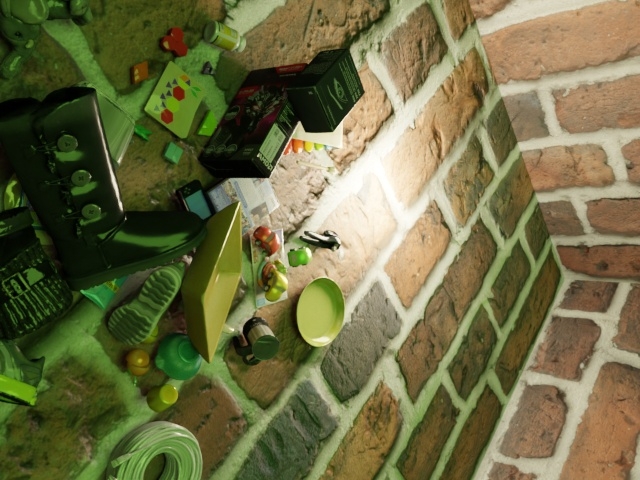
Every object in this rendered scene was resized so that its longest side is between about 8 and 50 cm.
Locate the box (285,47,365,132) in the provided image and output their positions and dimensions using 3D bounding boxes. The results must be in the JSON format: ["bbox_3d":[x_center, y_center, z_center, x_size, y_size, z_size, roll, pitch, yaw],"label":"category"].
[{"bbox_3d":[0.018,-0.426,1.715,0.207,0.108,0.153,-53,134,-33],"label":"box"}]

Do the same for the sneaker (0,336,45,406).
[{"bbox_3d":[-0.733,0.253,1.296,0.300,0.111,0.121,45,44,-39],"label":"sneaker"}]

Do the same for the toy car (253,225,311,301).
[{"bbox_3d":[-0.099,0.059,1.895,0.225,0.053,0.238,-14,96,-47],"label":"toy car"}]

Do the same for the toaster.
[{"bbox_3d":[-0.556,-0.275,1.439,0.227,0.129,0.146,40,59,-37],"label":"toaster"}]

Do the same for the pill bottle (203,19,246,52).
[{"bbox_3d":[-0.277,-0.593,1.764,0.116,0.065,0.065,10,83,-46],"label":"pill bottle"}]

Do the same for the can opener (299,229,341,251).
[{"bbox_3d":[0.000,0.000,2.083,0.186,0.073,0.059,7,124,-43],"label":"can opener"}]

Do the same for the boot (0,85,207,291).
[{"bbox_3d":[-0.478,-0.139,1.380,0.367,0.146,0.445,-25,123,-24],"label":"boot"}]

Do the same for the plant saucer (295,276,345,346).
[{"bbox_3d":[-0.007,0.245,2.084,0.241,0.037,0.240,0,90,-46],"label":"plant saucer"}]

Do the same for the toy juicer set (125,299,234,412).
[{"bbox_3d":[-0.406,0.287,1.652,0.209,0.089,0.329,49,43,-11],"label":"toy juicer set"}]

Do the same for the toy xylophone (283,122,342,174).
[{"bbox_3d":[-0.034,-0.350,2.011,0.323,0.081,0.236,13,81,-46],"label":"toy xylophone"}]

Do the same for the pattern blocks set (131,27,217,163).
[{"bbox_3d":[-0.401,-0.391,1.667,0.285,0.026,0.324,47,59,-36],"label":"pattern blocks set"}]

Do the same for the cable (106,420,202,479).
[{"bbox_3d":[-0.439,0.616,1.605,0.257,0.089,0.257,-32,114,-42],"label":"cable"}]

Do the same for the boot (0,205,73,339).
[{"bbox_3d":[-0.720,0.104,1.262,0.348,0.131,0.260,-27,116,-32],"label":"boot"}]

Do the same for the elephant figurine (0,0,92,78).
[{"bbox_3d":[-0.646,-0.510,1.333,0.239,0.169,0.186,-34,86,-23],"label":"elephant figurine"}]

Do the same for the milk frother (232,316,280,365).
[{"bbox_3d":[-0.186,0.330,1.828,0.129,0.135,0.143,-33,115,-7],"label":"milk frother"}]

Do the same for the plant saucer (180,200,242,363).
[{"bbox_3d":[-0.292,0.108,1.620,0.332,0.081,0.332,97,5,-50],"label":"plant saucer"}]

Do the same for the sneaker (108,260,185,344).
[{"bbox_3d":[-0.424,0.161,1.517,0.105,0.281,0.115,46,24,-5],"label":"sneaker"}]

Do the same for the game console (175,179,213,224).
[{"bbox_3d":[-0.341,-0.087,1.694,0.124,0.085,0.144,-38,117,-39],"label":"game console"}]

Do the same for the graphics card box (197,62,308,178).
[{"bbox_3d":[-0.175,-0.349,1.755,0.094,0.233,0.370,47,59,-44],"label":"graphics card box"}]

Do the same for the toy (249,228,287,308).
[{"bbox_3d":[-0.150,0.088,1.918,0.137,0.056,0.237,-13,100,-44],"label":"toy"}]

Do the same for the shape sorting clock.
[{"bbox_3d":[-0.636,-0.092,1.417,0.206,0.040,0.206,-8,101,-47],"label":"shape sorting clock"}]

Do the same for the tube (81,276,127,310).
[{"bbox_3d":[-0.517,0.074,1.546,0.080,0.052,0.207,46,64,-22],"label":"tube"}]

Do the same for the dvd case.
[{"bbox_3d":[-0.234,-0.126,1.835,0.253,0.022,0.180,-43,121,-42],"label":"dvd case"}]
